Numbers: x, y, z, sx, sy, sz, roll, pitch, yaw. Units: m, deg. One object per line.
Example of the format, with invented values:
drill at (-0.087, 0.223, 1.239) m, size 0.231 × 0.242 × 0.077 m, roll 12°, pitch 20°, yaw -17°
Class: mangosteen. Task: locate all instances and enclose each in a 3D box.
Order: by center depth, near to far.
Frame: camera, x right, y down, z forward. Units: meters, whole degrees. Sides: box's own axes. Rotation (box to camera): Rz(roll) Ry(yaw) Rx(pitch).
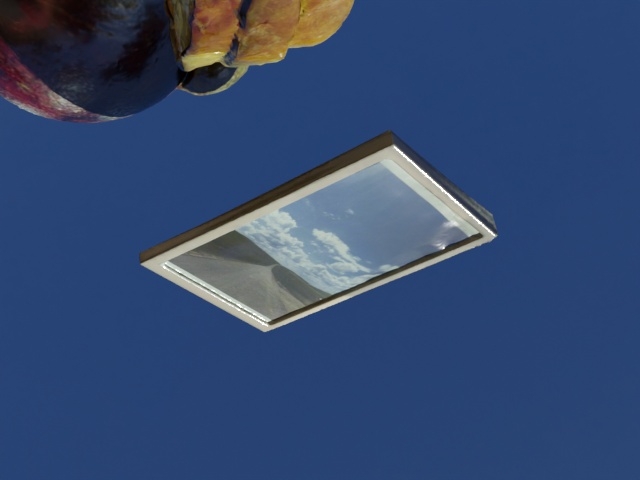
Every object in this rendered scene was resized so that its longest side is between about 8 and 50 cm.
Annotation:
mangosteen at (-0.189, -0.238, 1.011) m, size 0.300 × 0.300 × 0.300 m, roll -7°, pitch -121°, yaw 12°

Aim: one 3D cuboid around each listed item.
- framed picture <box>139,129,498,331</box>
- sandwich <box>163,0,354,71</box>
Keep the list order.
framed picture at (0.000, 0.000, 0.977) m, size 0.260 × 0.189 × 0.023 m, roll -24°, pitch -125°, yaw 25°
sandwich at (-0.047, -0.255, 0.578) m, size 0.099 × 0.271 × 0.301 m, roll -11°, pitch -102°, yaw -13°
